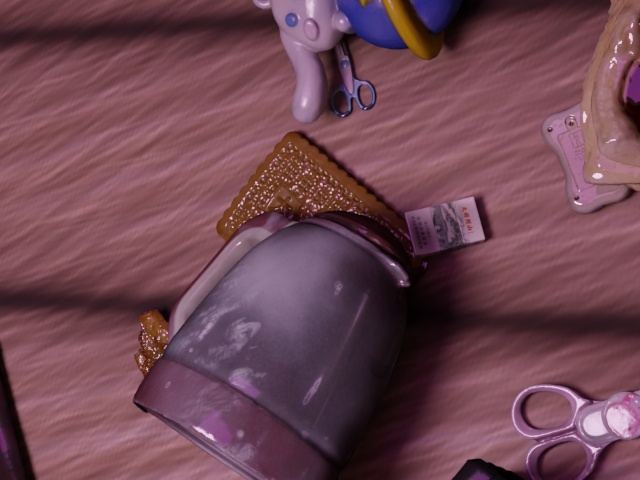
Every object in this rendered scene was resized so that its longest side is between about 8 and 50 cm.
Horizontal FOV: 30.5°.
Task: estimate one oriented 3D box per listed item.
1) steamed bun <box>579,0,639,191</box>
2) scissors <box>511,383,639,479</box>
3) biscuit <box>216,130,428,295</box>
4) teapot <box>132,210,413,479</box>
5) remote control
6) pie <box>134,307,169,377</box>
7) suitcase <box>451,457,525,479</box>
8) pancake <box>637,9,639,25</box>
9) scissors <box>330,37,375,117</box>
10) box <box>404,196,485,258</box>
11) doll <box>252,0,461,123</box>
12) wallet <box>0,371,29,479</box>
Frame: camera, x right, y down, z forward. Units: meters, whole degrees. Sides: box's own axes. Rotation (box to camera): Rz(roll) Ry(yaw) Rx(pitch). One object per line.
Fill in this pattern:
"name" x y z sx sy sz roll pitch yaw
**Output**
"steamed bun" 0.417 -0.252 1.201 0.247 0.189 0.428 15 83 10
"scissors" 0.325 0.186 1.254 0.242 0.030 0.118 -22 74 23
"biscuit" 0.000 0.000 1.427 0.254 0.029 0.172 41 98 23
"teapot" -0.050 0.100 1.311 0.315 0.233 0.312 19 69 45
"remote control" 0.296 -0.092 1.310 0.074 0.032 0.122 -22 73 17
"pie" -0.177 0.159 1.477 0.170 0.034 0.092 40 96 18
"suitcase" 0.266 0.322 1.163 0.285 0.206 0.066 32 87 25
"pancake" 0.367 -0.209 1.125 0.116 0.022 0.129 -53 58 19
"scissors" 0.032 -0.213 1.454 0.058 0.014 0.119 -15 79 16
"box" 0.143 -0.014 1.356 0.083 0.024 0.054 -13 74 1
"doll" 0.042 -0.328 1.392 0.242 0.159 0.311 -22 88 38
"wallet" -0.488 0.262 1.588 0.182 0.049 0.229 -25 71 21
